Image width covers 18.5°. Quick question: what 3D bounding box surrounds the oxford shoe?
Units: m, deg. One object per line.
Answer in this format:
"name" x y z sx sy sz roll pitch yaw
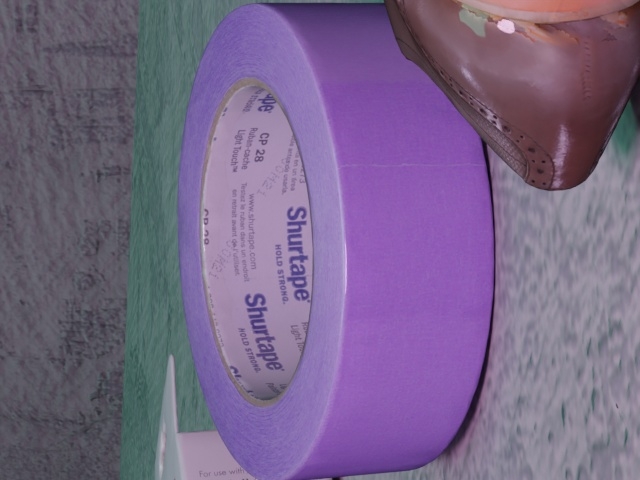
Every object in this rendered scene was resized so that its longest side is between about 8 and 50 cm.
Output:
"oxford shoe" 0.051 -0.154 0.897 0.364 0.130 0.133 -108 13 -55

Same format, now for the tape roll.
"tape roll" 0.000 0.000 1.136 0.275 0.090 0.275 178 90 -68

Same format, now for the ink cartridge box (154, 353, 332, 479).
"ink cartridge box" -0.048 0.277 1.481 0.207 0.119 0.353 102 161 -53
